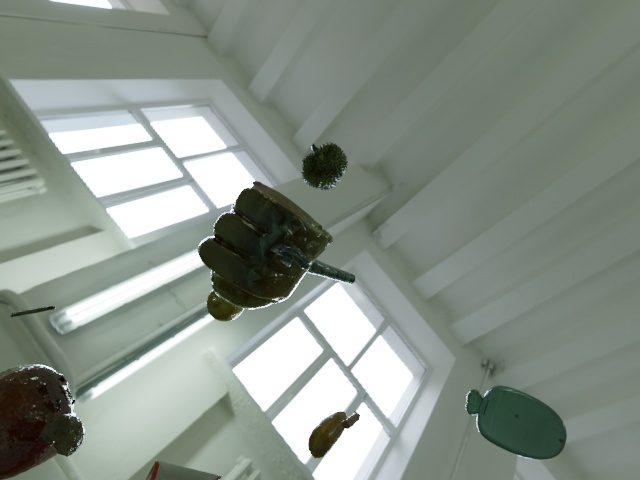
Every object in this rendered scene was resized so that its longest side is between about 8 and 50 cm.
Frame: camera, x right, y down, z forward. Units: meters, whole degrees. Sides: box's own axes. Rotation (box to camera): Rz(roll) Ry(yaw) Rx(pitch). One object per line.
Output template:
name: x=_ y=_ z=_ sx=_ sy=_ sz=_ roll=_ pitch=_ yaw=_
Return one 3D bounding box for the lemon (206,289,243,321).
lemon: x=-0.463 y=0.306 z=2.120 sx=0.187 sy=0.244 sz=0.186 roll=-3 pitch=-99 yaw=20

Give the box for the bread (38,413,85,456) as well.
bread: x=-0.620 y=0.471 z=1.050 sx=0.113 sy=0.082 sz=0.060 roll=14 pitch=-36 yaw=33

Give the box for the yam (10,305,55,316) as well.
yam: x=-0.802 y=0.197 z=1.203 sx=0.014 sy=0.107 sz=0.014 roll=8 pitch=-78 yaw=45

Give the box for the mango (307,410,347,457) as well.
mango: x=0.035 y=0.836 z=1.873 sx=0.109 sy=0.227 sz=0.147 roll=21 pitch=-34 yaw=41

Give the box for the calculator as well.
calculator: x=0.593 y=0.553 z=1.330 sx=0.295 sy=0.042 sz=0.184 roll=15 pitch=-108 yaw=36

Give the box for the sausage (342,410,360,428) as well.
sausage: x=0.130 y=0.731 z=1.756 sx=0.036 sy=0.158 sz=0.042 roll=-45 pitch=-109 yaw=12

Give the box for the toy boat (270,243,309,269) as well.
toy boat: x=-0.060 y=0.035 z=0.846 sx=0.083 sy=0.038 sz=0.038 roll=30 pitch=-55 yaw=-8

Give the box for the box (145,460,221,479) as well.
box: x=-0.350 y=0.645 z=1.060 sx=0.182 sy=0.133 sz=0.099 roll=24 pitch=-70 yaw=-17

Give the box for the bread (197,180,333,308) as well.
bread: x=-0.172 y=0.029 z=1.201 sx=0.300 sy=0.210 sz=0.341 roll=42 pitch=-96 yaw=-4

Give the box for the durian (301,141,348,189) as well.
durian: x=0.024 y=-0.261 z=1.508 sx=0.146 sy=0.159 sz=0.198 roll=50 pitch=-41 yaw=3

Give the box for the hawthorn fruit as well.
hawthorn fruit: x=-0.871 y=0.519 z=1.191 sx=0.285 sy=0.369 sz=0.284 roll=38 pitch=-30 yaw=26

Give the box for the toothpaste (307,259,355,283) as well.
toothpaste: x=0.027 y=0.110 z=1.529 sx=0.039 sy=0.239 sz=0.062 roll=20 pitch=-90 yaw=56
